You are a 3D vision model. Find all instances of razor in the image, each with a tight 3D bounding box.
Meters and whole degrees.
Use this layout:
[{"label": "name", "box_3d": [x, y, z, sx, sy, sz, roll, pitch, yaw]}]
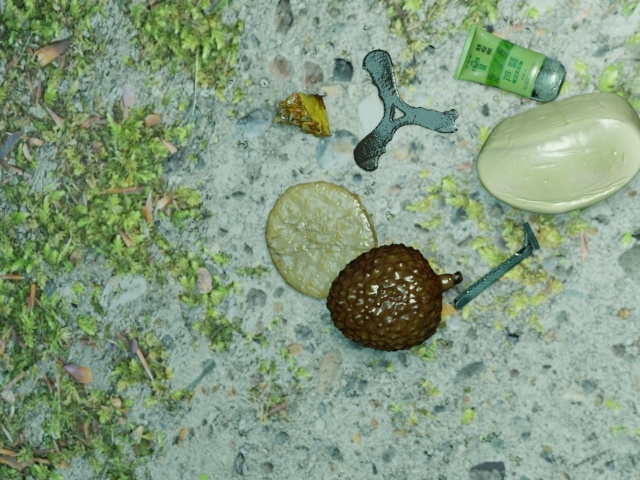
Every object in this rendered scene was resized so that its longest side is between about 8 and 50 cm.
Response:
[{"label": "razor", "box_3d": [0.298, 0.054, 1.727, 0.190, 0.033, 0.066, -45, 37, 25]}]

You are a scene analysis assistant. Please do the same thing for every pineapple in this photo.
[{"label": "pineapple", "box_3d": [-0.039, -0.229, 1.802, 0.114, 0.114, 0.077, 2, 63, 37]}]

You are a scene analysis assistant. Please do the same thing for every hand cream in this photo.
[{"label": "hand cream", "box_3d": [0.309, -0.280, 1.656, 0.175, 0.046, 0.095, 24, 109, 18]}]

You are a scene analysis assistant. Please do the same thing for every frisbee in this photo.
[{"label": "frisbee", "box_3d": [0.146, -0.210, 1.752, 0.187, 0.012, 0.211, 15, 104, 18]}]

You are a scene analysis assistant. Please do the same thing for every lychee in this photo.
[{"label": "lychee", "box_3d": [0.125, 0.096, 1.714, 0.238, 0.200, 0.200, -14, 94, 16]}]

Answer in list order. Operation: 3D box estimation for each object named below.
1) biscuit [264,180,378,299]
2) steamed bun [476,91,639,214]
[{"label": "biscuit", "box_3d": [0.000, 0.000, 1.834, 0.220, 0.033, 0.219, 4, 101, 20]}, {"label": "steamed bun", "box_3d": [0.374, -0.124, 1.575, 0.250, 0.200, 0.154, -17, 106, 18]}]
